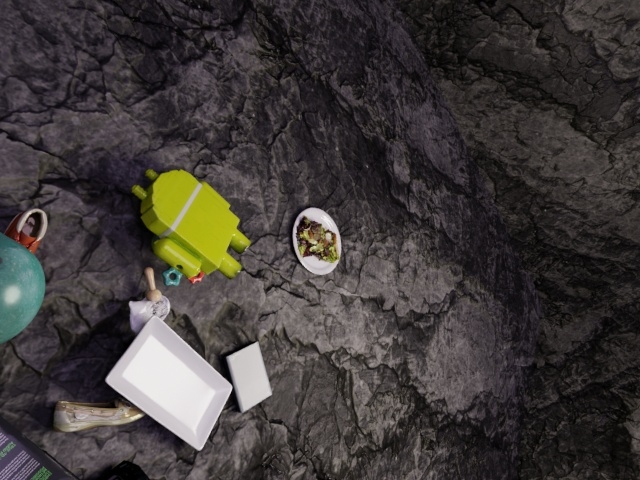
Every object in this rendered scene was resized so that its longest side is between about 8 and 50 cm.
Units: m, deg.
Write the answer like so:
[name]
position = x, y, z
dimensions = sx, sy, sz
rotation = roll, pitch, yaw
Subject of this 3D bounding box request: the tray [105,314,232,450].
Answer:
[tray]
position = -0.289, 0.284, 0.812
dimensions = 0.270, 0.030, 0.145
rotation = 58, 41, -33

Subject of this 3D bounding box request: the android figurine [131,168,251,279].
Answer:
[android figurine]
position = -0.270, -0.040, 0.875
dimensions = 0.273, 0.056, 0.248
rotation = 43, 33, -27

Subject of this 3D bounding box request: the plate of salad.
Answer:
[plate of salad]
position = 0.000, 0.000, 1.200
dimensions = 0.200, 0.048, 0.199
rotation = 12, 72, -44

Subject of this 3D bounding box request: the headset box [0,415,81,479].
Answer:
[headset box]
position = -0.457, 0.275, 0.513
dimensions = 0.283, 0.246, 0.131
rotation = 57, 47, -19

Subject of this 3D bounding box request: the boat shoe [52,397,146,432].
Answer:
[boat shoe]
position = -0.382, 0.299, 0.727
dimensions = 0.153, 0.056, 0.048
rotation = 7, 80, -38

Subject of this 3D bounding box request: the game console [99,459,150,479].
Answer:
[game console]
position = -0.396, 0.554, 0.635
dimensions = 0.361, 0.044, 0.213
rotation = -36, 91, -38

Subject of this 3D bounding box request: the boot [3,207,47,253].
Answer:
[boot]
position = -0.491, 0.018, 0.660
dimensions = 0.059, 0.085, 0.157
rotation = 30, 62, -40

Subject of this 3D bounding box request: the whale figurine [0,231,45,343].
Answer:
[whale figurine]
position = -0.497, 0.023, 0.577
dimensions = 0.272, 0.216, 0.141
rotation = 52, 30, 13

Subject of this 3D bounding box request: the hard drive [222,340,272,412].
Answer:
[hard drive]
position = -0.170, 0.317, 0.965
dimensions = 0.094, 0.022, 0.135
rotation = -17, 93, -47

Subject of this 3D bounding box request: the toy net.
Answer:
[toy net]
position = -0.319, 0.090, 0.853
dimensions = 0.122, 0.045, 0.232
rotation = 37, 57, -37
